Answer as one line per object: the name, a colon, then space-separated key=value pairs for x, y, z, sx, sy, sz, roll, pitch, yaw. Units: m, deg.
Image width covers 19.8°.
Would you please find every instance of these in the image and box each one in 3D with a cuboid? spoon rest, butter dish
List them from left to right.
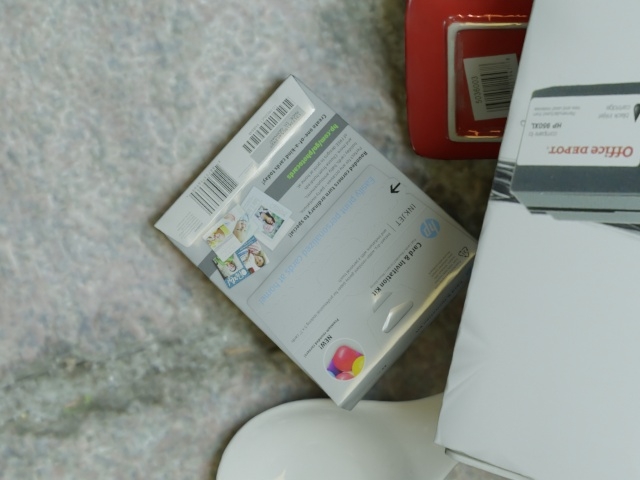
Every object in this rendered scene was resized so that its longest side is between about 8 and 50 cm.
spoon rest: x=0.050 y=0.145 z=1.264 sx=0.276 sy=0.084 sz=0.137 roll=-31 pitch=86 yaw=12
butter dish: x=0.138 y=-0.142 z=1.246 sx=0.160 sy=0.118 sz=0.160 roll=0 pitch=135 yaw=4

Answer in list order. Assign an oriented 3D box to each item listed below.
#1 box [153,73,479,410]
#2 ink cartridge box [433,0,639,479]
box: x=0.000 y=0.000 z=1.251 sx=0.186 sy=0.038 sz=0.145 roll=43 pitch=93 yaw=20
ink cartridge box: x=0.244 y=-0.043 z=1.111 sx=0.166 sy=0.285 sz=0.395 roll=17 pitch=98 yaw=35
